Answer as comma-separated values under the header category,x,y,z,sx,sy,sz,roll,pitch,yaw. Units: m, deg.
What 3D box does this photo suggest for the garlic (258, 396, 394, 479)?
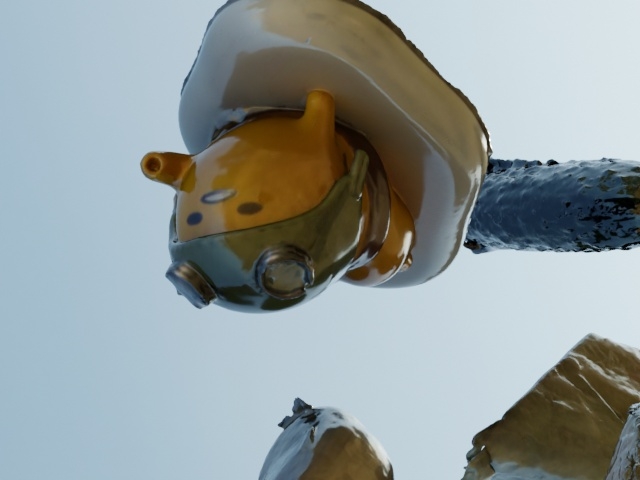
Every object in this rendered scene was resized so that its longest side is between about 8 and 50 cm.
category,x,y,z,sx,sy,sz,roll,pitch,yaw
garlic,0.004,0.134,1.014,0.066,0.152,0.084,27,-93,-7

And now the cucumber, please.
category,x,y,z,sx,sy,sz,roll,pitch,yaw
cucumber,0.146,-0.021,1.182,0.067,0.245,0.067,-1,-88,-23

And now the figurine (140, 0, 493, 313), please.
category,x,y,z,sx,sy,sz,roll,pitch,yaw
figurine,0.000,0.000,0.989,0.250,0.166,0.141,55,-142,-48

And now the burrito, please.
category,x,y,z,sx,sy,sz,roll,pitch,yaw
burrito,0.243,0.147,1.350,0.347,0.107,0.175,13,-156,-16

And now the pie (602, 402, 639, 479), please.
category,x,y,z,sx,sy,sz,roll,pitch,yaw
pie,0.165,0.200,1.102,0.185,0.052,0.218,29,-100,-73
